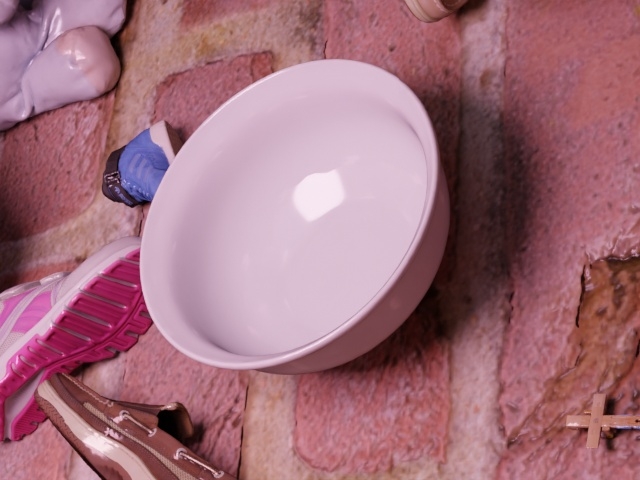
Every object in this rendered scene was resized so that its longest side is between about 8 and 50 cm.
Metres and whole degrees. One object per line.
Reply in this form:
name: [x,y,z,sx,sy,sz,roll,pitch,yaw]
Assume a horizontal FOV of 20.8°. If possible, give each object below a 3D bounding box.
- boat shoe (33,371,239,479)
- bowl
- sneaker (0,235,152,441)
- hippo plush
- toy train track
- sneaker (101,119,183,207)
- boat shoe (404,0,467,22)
boat shoe: [-0.153,0.184,1.550,0.095,0.095,0.257,-43,52,-13]
bowl: [0.000,0.000,1.512,0.298,0.134,0.297,-17,55,27]
sneaker: [-0.260,0.074,1.672,0.252,0.103,0.111,-40,49,8]
hippo plush: [-0.378,-0.244,1.858,0.294,0.236,0.234,-29,50,18]
toy train track: [0.232,0.142,1.345,0.083,0.014,0.048,-3,54,28]
sneaker: [-0.169,-0.048,1.711,0.085,0.058,0.152,-30,45,10]
boat shoe: [0.173,-0.332,1.615,0.098,0.109,0.302,15,67,41]
